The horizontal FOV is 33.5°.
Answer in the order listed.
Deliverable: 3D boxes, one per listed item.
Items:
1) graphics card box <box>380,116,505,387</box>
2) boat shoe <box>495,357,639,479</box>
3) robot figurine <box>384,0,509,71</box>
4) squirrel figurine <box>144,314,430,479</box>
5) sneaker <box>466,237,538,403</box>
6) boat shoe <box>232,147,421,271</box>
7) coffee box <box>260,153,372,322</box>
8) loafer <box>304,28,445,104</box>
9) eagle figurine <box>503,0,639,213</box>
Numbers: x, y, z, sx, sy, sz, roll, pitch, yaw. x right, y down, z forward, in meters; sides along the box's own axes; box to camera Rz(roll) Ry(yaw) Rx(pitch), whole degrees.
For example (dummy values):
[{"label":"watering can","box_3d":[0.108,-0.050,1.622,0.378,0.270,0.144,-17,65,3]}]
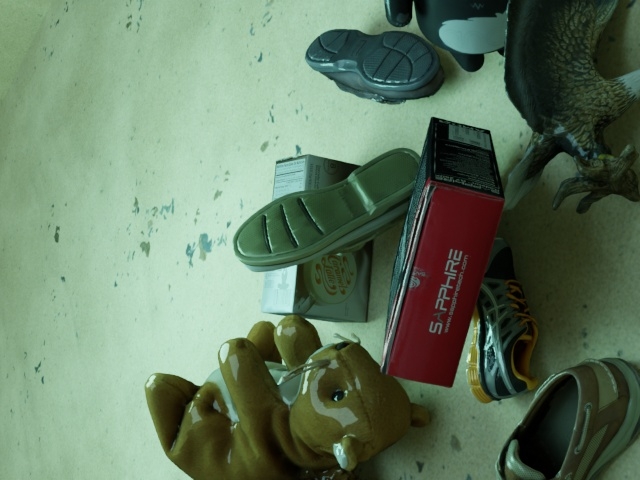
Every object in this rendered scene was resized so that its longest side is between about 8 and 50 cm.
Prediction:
[{"label":"graphics card box","box_3d":[0.148,-0.002,1.316,0.371,0.094,0.233,-74,-4,-72]},{"label":"boat shoe","box_3d":[0.257,0.271,1.260,0.123,0.116,0.324,46,119,50]},{"label":"robot figurine","box_3d":[0.200,-0.361,1.394,0.173,0.278,0.209,19,57,27]},{"label":"squirrel figurine","box_3d":[-0.015,0.308,1.565,0.370,0.281,0.397,-9,92,41]},{"label":"sneaker","box_3d":[0.240,0.102,1.371,0.083,0.084,0.215,-8,78,40]},{"label":"boat shoe","box_3d":[0.023,-0.024,1.552,0.302,0.103,0.113,-23,57,5]},{"label":"coffee box","box_3d":[0.000,0.000,1.675,0.098,0.141,0.246,-5,76,55]},{"label":"loafer","box_3d":[0.097,-0.266,1.671,0.109,0.095,0.302,-51,39,-11]},{"label":"eagle figurine","box_3d":[0.303,-0.188,1.260,0.226,0.225,0.298,-48,55,56]}]
